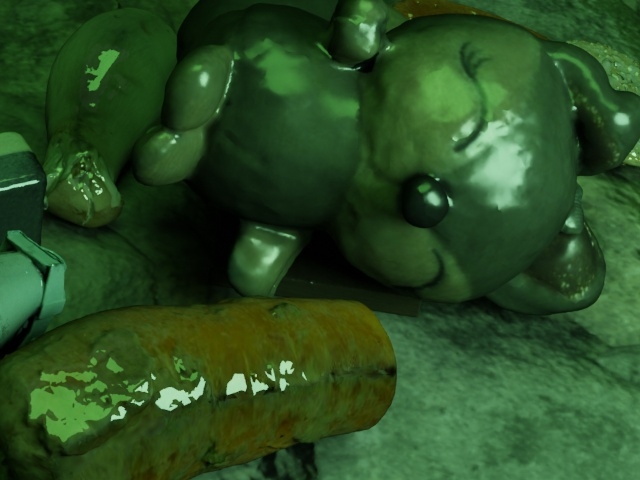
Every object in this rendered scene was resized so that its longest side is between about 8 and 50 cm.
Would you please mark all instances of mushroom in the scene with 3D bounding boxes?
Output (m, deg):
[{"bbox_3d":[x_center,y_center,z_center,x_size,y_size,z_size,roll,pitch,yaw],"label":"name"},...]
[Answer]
[{"bbox_3d":[-0.180,-0.108,1.537,0.116,0.093,0.225,33,36,-6],"label":"mushroom"}]

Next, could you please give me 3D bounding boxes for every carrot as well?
[{"bbox_3d":[-0.097,0.105,1.270,0.302,0.139,0.139,-10,43,-39],"label":"carrot"}]

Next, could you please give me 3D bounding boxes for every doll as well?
[{"bbox_3d":[0.064,-0.114,1.450,0.382,0.252,0.379,15,41,-6],"label":"doll"}]

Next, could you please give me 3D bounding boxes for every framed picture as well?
[{"bbox_3d":[0.000,0.000,1.505,0.168,0.023,0.128,9,41,-2],"label":"framed picture"}]

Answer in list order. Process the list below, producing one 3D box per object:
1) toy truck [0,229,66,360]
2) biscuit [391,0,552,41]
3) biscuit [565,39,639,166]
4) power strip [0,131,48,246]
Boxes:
[{"bbox_3d":[-0.277,0.077,1.232,0.108,0.140,0.256,35,26,25],"label":"toy truck"},{"bbox_3d":[0.133,-0.147,1.691,0.186,0.036,0.192,20,40,6],"label":"biscuit"},{"bbox_3d":[0.264,-0.124,1.679,0.152,0.020,0.152,18,45,-18],"label":"biscuit"},{"bbox_3d":[-0.322,-0.007,1.376,0.256,0.105,0.070,-13,50,-27],"label":"power strip"}]
